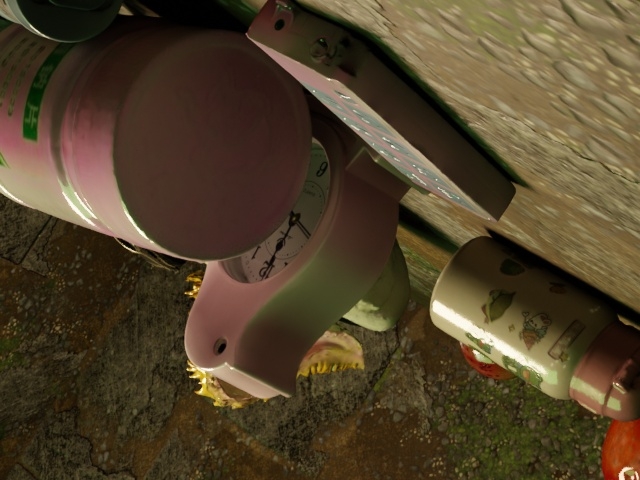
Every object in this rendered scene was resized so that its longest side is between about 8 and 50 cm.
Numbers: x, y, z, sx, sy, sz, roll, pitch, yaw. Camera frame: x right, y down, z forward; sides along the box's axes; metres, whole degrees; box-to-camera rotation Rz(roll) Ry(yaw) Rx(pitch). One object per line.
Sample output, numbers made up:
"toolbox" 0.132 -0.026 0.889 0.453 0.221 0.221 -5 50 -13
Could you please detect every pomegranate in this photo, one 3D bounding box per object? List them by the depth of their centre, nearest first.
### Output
"pomegranate" 0.256 0.126 1.870 0.159 0.129 0.129 24 176 8

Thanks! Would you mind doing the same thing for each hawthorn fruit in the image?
"hawthorn fruit" 0.457 0.305 1.900 0.179 0.200 0.179 28 173 4

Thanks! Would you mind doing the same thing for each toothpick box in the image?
"toothpick box" -0.246 -0.236 1.281 0.101 0.101 0.153 34 178 -28

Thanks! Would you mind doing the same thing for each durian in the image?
"durian" -0.093 0.108 1.891 0.195 0.185 0.305 45 -162 32

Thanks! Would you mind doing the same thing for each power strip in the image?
"power strip" 0.052 -0.093 1.078 0.109 0.037 0.279 31 177 40

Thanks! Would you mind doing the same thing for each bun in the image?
"bun" 0.000 0.000 1.910 0.293 0.187 0.293 22 177 1

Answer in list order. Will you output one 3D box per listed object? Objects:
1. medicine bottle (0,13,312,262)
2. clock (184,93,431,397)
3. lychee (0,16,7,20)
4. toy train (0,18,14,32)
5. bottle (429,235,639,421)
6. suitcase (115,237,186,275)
"medicine bottle" -0.182 -0.108 1.342 0.212 0.212 0.325 35 170 -36
"clock" -0.056 -0.011 1.372 0.080 0.275 0.290 30 -177 -36
"lychee" -0.367 -0.220 1.737 0.236 0.236 0.271 33 147 -5
"toy train" -0.353 -0.173 1.530 0.266 0.202 0.145 17 -173 -14
"bottle" 0.246 0.100 1.496 0.253 0.120 0.120 32 178 27
"suitcase" -0.244 -0.110 2.076 0.283 0.194 0.434 61 178 6
